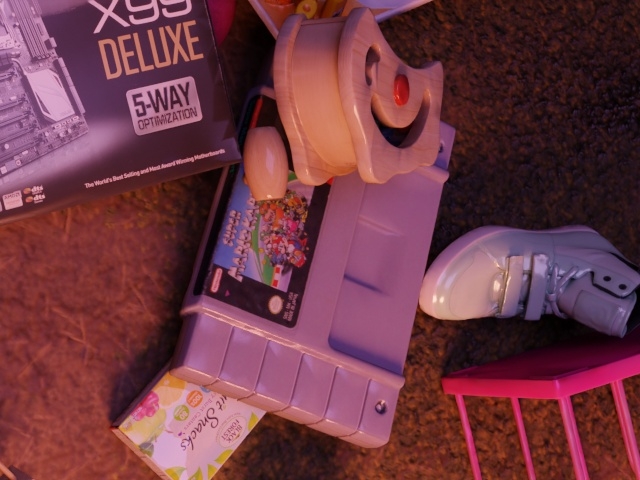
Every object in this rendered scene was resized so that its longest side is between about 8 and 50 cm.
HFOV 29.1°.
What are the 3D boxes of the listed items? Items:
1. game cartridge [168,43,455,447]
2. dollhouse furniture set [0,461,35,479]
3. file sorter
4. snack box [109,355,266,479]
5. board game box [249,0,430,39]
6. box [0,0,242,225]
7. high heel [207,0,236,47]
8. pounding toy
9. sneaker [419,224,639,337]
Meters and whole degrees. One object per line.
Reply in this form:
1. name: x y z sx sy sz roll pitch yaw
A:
1. game cartridge: 0.000 0.000 1.212 0.230 0.068 0.355 25 65 -24
2. dollhouse furniture set: -0.361 0.183 1.022 0.129 0.129 0.183 -51 133 -22
3. file sorter: 0.315 0.193 1.272 0.291 0.202 0.182 -13 90 -26
4. snack box: -0.115 0.158 1.165 0.100 0.037 0.141 46 65 -12
5. board game box: 0.028 -0.413 1.253 0.390 0.050 0.390 -27 76 -26
6. box: -0.245 -0.151 1.094 0.307 0.076 0.242 -16 103 -22
7. high heel: -0.191 -0.269 1.185 0.244 0.082 0.117 21 77 -28
8. pounding toy: -0.003 -0.130 1.124 0.269 0.155 0.154 -22 110 -61
9. sneaker: 0.236 0.049 1.270 0.256 0.151 0.094 -11 120 -29
